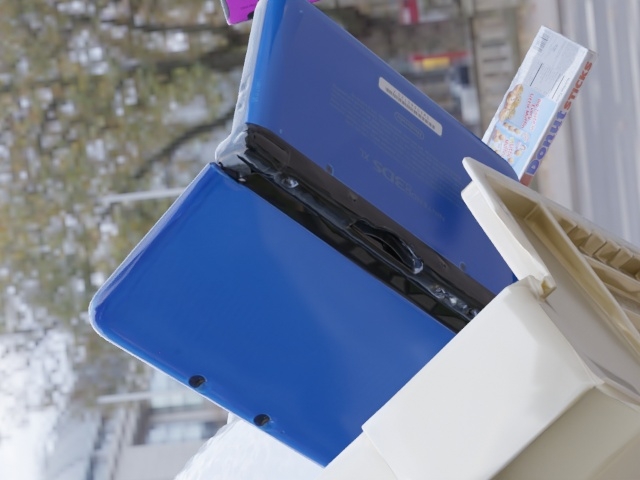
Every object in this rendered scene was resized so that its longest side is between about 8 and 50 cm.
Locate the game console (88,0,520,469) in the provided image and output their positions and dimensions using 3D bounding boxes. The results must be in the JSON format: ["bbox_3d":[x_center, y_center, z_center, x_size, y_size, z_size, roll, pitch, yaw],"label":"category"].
[{"bbox_3d":[0.000,0.000,1.202,0.293,0.173,0.250,36,-136,-31],"label":"game console"}]

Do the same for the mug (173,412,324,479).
[{"bbox_3d":[-0.003,0.241,1.571,0.276,0.328,0.374,28,-135,-39],"label":"mug"}]

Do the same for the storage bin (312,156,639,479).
[{"bbox_3d":[0.051,0.121,0.659,0.260,0.262,0.123,22,-152,-55],"label":"storage bin"}]

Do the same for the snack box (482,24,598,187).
[{"bbox_3d":[0.200,-0.116,1.518,0.022,0.064,0.178,13,-72,-49],"label":"snack box"}]

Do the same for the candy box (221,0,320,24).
[{"bbox_3d":[-0.039,-0.331,1.438,0.071,0.159,0.233,-80,-25,-79],"label":"candy box"}]
